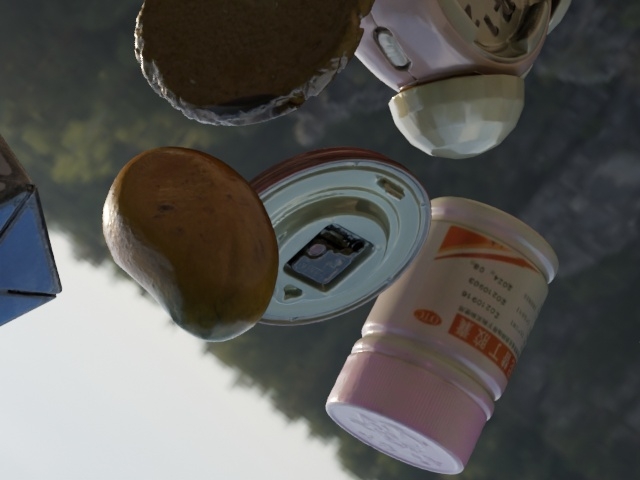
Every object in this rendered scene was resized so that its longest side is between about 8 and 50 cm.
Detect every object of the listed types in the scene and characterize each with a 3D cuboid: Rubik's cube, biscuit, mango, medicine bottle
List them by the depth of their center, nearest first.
[{"bbox_3d":[-0.085,-0.002,1.076,0.165,0.115,0.089,41,142,35],"label":"mango"},{"bbox_3d":[-0.055,-0.196,1.305,0.226,0.226,0.042,37,-179,31],"label":"biscuit"},{"bbox_3d":[-0.504,-0.027,1.940,0.255,0.260,0.259,50,156,29],"label":"Rubik's cube"},{"bbox_3d":[0.162,0.123,2.015,0.202,0.315,0.202,25,163,8],"label":"medicine bottle"}]

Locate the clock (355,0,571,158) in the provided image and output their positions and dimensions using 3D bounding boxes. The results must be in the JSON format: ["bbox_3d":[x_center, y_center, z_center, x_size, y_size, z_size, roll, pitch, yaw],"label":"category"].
[{"bbox_3d":[0.127,-0.287,1.667,0.184,0.342,0.326,-15,126,47],"label":"clock"}]

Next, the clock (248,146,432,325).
[{"bbox_3d":[0.001,0.001,1.607,0.244,0.244,0.056,36,-156,-47],"label":"clock"}]
